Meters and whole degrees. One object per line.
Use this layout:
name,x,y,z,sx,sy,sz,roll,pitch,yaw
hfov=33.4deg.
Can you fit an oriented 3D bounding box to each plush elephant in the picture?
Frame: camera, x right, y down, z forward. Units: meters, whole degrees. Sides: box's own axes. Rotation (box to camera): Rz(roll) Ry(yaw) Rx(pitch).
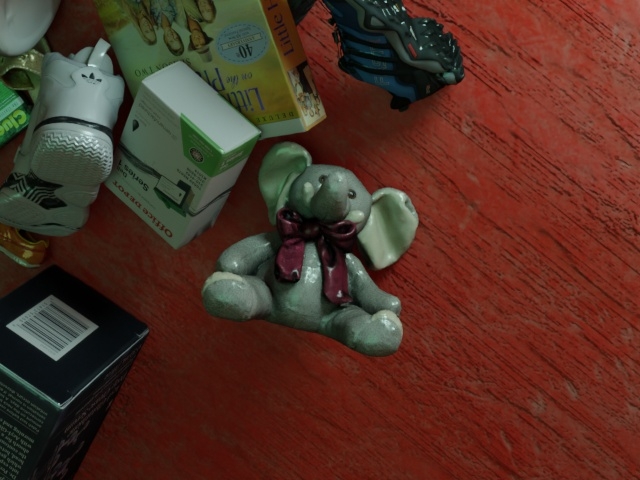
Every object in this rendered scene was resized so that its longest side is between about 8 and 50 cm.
plush elephant,0.000,0.000,1.520,0.271,0.330,0.256,15,91,-1

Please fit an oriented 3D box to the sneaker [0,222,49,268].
sneaker,-0.534,-0.015,1.793,0.175,0.064,0.067,25,96,3

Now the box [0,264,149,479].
box,-0.500,0.290,1.756,0.212,0.293,0.395,33,117,5

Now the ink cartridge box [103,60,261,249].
ink cartridge box,-0.202,-0.117,1.523,0.160,0.092,0.219,41,134,10

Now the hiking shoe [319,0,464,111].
hiking shoe,0.058,-0.271,1.404,0.132,0.113,0.304,-34,128,30

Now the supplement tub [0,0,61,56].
supplement tub,-0.566,-0.415,1.563,0.338,0.207,0.207,21,115,9

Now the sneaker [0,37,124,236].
sneaker,-0.389,-0.149,1.621,0.137,0.210,0.366,17,152,-22

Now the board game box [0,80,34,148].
board game box,-0.592,-0.177,1.725,0.259,0.030,0.136,-34,94,11

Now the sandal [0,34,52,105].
sandal,-0.459,-0.261,1.656,0.088,0.079,0.240,-25,100,25

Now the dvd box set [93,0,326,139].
dvd box set,-0.188,-0.334,1.484,0.307,0.062,0.421,-3,115,38

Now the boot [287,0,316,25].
boot,-0.051,-0.454,1.429,0.222,0.118,0.338,44,116,2
